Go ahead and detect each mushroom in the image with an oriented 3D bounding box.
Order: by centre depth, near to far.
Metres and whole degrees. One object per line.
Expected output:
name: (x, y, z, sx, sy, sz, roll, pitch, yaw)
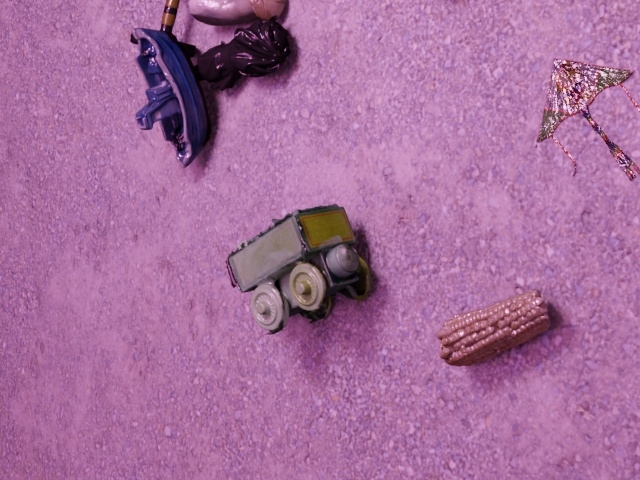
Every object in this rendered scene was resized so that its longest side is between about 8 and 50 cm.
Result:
mushroom: (-0.168, -0.481, 2.117, 0.223, 0.092, 0.081, 9, 70, 33)

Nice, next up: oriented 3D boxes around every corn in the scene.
corn: (0.281, 0.138, 1.642, 0.211, 0.087, 0.087, -26, 69, 33)

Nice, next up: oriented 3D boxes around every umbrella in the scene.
umbrella: (-0.193, -0.368, 2.121, 0.340, 0.118, 0.118, -9, 80, 45)

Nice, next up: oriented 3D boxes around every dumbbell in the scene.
dumbbell: (-0.323, -0.495, 2.227, 0.143, 0.143, 0.325, 22, 102, 43)

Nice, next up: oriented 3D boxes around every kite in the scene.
kite: (0.412, -0.186, 1.591, 0.198, 0.006, 0.244, -43, 59, 32)

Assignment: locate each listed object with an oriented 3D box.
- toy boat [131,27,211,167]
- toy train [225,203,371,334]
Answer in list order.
toy boat: (-0.324, -0.296, 2.144, 0.129, 0.142, 0.309, 10, 124, 50)
toy train: (-0.037, 0.053, 1.882, 0.271, 0.159, 0.188, -33, 75, 45)
